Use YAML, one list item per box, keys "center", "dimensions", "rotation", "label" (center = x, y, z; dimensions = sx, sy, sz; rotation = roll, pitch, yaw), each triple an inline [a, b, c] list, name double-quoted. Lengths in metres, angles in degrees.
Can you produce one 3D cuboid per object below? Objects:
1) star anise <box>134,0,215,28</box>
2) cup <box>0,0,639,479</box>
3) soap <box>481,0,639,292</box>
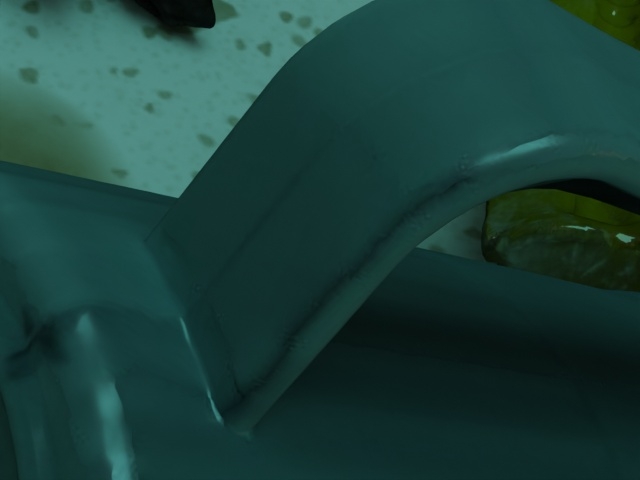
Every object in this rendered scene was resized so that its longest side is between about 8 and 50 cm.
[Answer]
- center: [-0.147, -0.229, 0.959]
  dimensions: [0.282, 0.129, 0.212]
  rotation: [8, 60, -31]
  label: "star anise"
- center: [0.006, 0.111, 0.490]
  dimensions: [0.311, 0.331, 0.257]
  rotation: [13, 67, -43]
  label: "cup"
- center: [0.219, -0.036, 0.903]
  dimensions: [0.259, 0.143, 0.281]
  rotation: [8, 38, 8]
  label: "soap"
